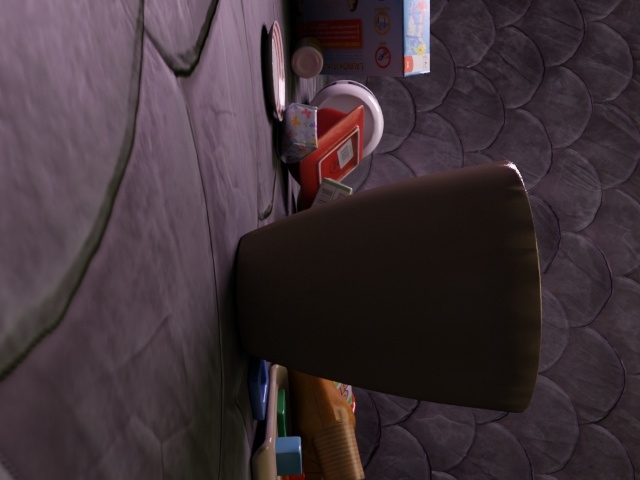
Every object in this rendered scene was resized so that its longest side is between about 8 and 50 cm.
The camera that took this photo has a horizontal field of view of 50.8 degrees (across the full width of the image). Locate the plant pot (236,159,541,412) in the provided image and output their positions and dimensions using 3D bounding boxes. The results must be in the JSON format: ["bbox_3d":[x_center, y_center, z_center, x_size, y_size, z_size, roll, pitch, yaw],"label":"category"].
[{"bbox_3d":[0.058,0.051,0.703,0.256,0.274,0.256,-2,90,-86],"label":"plant pot"}]

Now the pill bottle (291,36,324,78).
[{"bbox_3d":[-0.025,-0.375,1.367,0.116,0.065,0.065,-86,173,-60],"label":"pill bottle"}]

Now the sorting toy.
[{"bbox_3d":[-0.041,0.273,0.813,0.196,0.047,0.347,-83,170,-71],"label":"sorting toy"}]

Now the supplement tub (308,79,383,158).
[{"bbox_3d":[0.060,-0.307,1.713,0.272,0.191,0.191,-80,167,-74],"label":"supplement tub"}]

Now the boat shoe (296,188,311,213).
[{"bbox_3d":[0.007,-0.007,1.353,0.285,0.105,0.089,85,1,-48],"label":"boat shoe"}]

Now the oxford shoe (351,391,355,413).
[{"bbox_3d":[0.042,0.439,1.820,0.271,0.097,0.098,-88,-179,-51],"label":"oxford shoe"}]

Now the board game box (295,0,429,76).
[{"bbox_3d":[0.078,-0.495,1.381,0.086,0.308,0.301,-20,115,-40],"label":"board game box"}]

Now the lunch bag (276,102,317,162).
[{"bbox_3d":[-0.041,-0.164,1.043,0.083,0.053,0.071,154,-61,-64],"label":"lunch bag"}]

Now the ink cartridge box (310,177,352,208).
[{"bbox_3d":[0.000,0.000,1.138,0.235,0.056,0.171,56,57,-82],"label":"ink cartridge box"}]

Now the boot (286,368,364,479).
[{"bbox_3d":[-0.011,0.255,0.990,0.295,0.104,0.211,116,-40,-65],"label":"boot"}]

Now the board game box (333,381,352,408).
[{"bbox_3d":[0.028,0.391,1.592,0.124,0.039,0.259,-44,142,-35],"label":"board game box"}]

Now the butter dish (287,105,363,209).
[{"bbox_3d":[-0.009,-0.164,1.174,0.160,0.118,0.160,-42,155,-21],"label":"butter dish"}]

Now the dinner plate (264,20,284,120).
[{"bbox_3d":[-0.066,-0.243,0.972,0.141,0.017,0.141,-3,90,-87],"label":"dinner plate"}]
